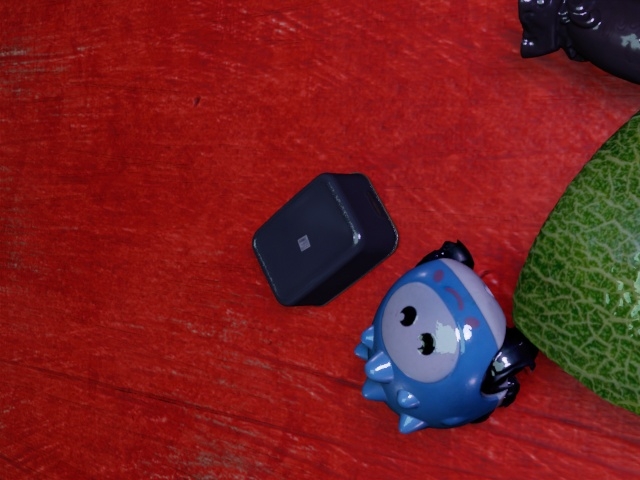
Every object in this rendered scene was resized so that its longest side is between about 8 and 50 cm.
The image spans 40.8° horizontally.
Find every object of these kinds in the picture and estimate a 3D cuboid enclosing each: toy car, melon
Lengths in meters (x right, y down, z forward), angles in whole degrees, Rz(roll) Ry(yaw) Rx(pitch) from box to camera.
[{"bbox_3d":[0.137,0.139,1.062,0.188,0.190,0.255,59,163,25],"label":"toy car"},{"bbox_3d":[0.417,0.054,0.882,0.331,0.226,0.343,-51,48,-2],"label":"melon"}]

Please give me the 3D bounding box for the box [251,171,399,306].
[{"bbox_3d":[0.000,0.000,1.267,0.201,0.090,0.144,-39,67,33],"label":"box"}]

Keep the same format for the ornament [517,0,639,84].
[{"bbox_3d":[0.372,-0.258,0.927,0.260,0.106,0.251,23,66,22],"label":"ornament"}]
